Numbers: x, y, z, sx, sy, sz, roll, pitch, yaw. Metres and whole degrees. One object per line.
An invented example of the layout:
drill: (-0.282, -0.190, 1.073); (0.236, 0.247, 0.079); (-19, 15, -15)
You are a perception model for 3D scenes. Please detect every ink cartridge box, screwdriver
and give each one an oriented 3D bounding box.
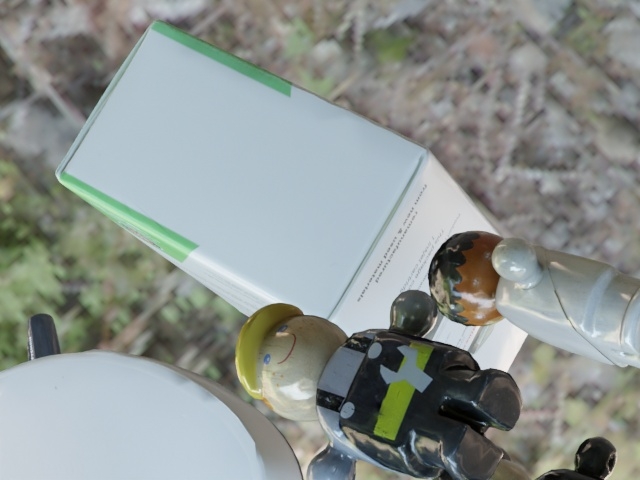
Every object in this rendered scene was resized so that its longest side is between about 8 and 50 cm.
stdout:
ink cartridge box: (0.000, 0.000, 1.215); (0.211, 0.121, 0.289); (27, 174, 26)
screwdriver: (-0.189, 0.130, 1.335); (0.025, 0.170, 0.024); (-16, 154, 20)

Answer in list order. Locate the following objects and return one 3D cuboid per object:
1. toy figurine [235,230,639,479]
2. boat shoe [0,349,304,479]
toy figurine: (0.067, 0.105, 0.908); (0.148, 0.213, 0.209); (15, 121, 42)
boat shoe: (-0.092, 0.099, 0.732); (0.267, 0.088, 0.096); (-13, 74, 43)
